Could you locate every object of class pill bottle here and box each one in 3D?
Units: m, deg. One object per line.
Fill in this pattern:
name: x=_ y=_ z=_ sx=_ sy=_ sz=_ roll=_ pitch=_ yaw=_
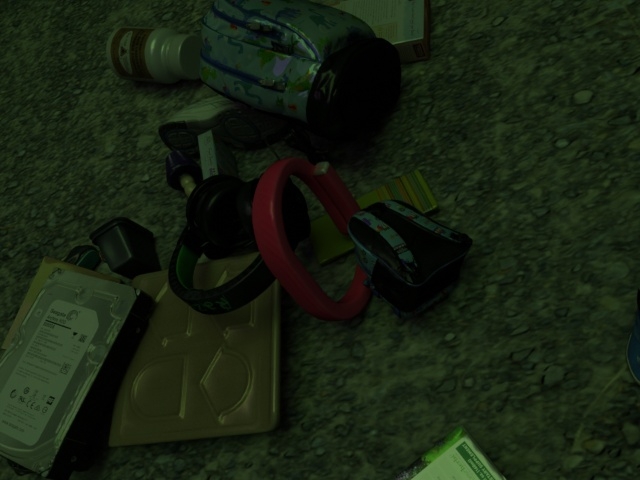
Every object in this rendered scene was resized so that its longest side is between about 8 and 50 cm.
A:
pill bottle: x=-0.392 y=-0.447 z=1.443 sx=0.229 sy=0.131 sz=0.131 roll=12 pitch=70 yaw=28

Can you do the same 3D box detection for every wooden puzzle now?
wooden puzzle: x=-0.210 y=0.193 z=1.066 sx=0.348 sy=0.080 sz=0.321 roll=-14 pitch=59 yaw=22

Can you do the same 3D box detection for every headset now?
headset: x=-0.105 y=-0.038 z=1.051 sx=0.244 sy=0.185 sz=0.394 roll=0 pitch=56 yaw=40

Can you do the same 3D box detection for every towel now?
towel: x=0.092 y=-0.042 z=1.092 sx=0.237 sy=0.021 sz=0.102 roll=-26 pitch=52 yaw=9

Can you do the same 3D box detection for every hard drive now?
hard drive: x=-0.469 y=0.224 z=1.075 sx=0.237 sy=0.064 sz=0.338 roll=11 pitch=65 yaw=27

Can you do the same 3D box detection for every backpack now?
backpack: x=0.127 y=0.019 z=0.960 sx=0.158 sy=0.116 sz=0.173 roll=-30 pitch=55 yaw=-32
backpack: x=-0.062 y=-0.344 z=1.135 sx=0.356 sy=0.273 sz=0.290 roll=12 pitch=32 yaw=31

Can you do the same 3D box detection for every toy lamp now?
toy lamp: x=-0.252 y=-0.084 z=1.225 sx=0.080 sy=0.080 sz=0.274 roll=-36 pitch=57 yaw=2

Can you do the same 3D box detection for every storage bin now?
storage bin: x=-0.388 y=0.029 z=1.196 sx=0.098 sy=0.135 sz=0.091 roll=-32 pitch=66 yaw=5

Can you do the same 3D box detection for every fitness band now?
fitness band: x=0.000 y=0.000 z=0.949 sx=0.054 sy=0.290 sz=0.208 roll=-9 pitch=44 yaw=35

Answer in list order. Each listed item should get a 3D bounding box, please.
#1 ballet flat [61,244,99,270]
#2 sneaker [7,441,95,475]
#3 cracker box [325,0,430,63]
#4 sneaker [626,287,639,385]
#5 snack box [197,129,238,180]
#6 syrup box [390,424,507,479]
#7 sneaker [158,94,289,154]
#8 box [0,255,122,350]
ballet flat: x=-0.551 y=0.091 z=1.265 sx=0.074 sy=0.074 sz=0.203 roll=20 pitch=67 yaw=30
sneaker: x=-0.505 y=0.386 z=1.089 sx=0.235 sy=0.078 sz=0.106 roll=15 pitch=77 yaw=30
cracker box: x=0.113 y=-0.441 z=1.263 sx=0.233 sy=0.067 sz=0.155 roll=-5 pitch=63 yaw=22
sneaker: x=0.453 y=0.120 z=0.810 sx=0.058 sy=0.084 sz=0.152 roll=11 pitch=69 yaw=28
snack box: x=-0.204 y=-0.141 z=1.219 sx=0.037 sy=0.100 sz=0.141 roll=-22 pitch=57 yaw=12
syrup box: x=0.136 y=0.367 z=0.809 sx=0.237 sy=0.096 sz=0.093 roll=-38 pitch=56 yaw=-1
sneaker: x=-0.203 y=-0.269 z=1.288 sx=0.297 sy=0.111 sz=0.129 roll=-1 pitch=47 yaw=17
box: x=-0.515 y=0.146 z=1.198 sx=0.165 sy=0.021 sz=0.201 roll=18 pitch=69 yaw=-4
